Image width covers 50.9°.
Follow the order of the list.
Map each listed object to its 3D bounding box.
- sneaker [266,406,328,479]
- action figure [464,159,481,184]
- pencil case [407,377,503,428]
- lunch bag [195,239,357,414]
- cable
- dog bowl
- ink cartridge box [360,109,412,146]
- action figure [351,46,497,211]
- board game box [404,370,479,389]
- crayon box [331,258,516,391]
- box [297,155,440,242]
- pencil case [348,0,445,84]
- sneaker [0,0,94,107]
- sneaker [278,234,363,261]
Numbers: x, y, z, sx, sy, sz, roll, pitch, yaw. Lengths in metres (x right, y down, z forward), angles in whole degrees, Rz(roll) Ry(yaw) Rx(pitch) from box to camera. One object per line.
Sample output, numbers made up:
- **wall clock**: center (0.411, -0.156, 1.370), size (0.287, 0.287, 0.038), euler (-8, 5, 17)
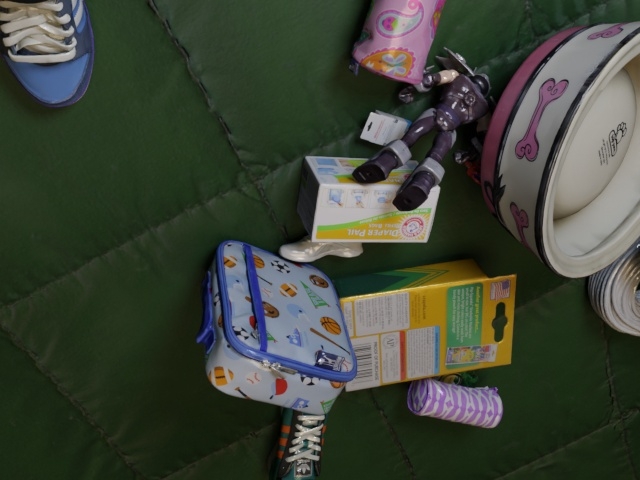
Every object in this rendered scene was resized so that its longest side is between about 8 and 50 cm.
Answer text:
- **sneaker**: center (-0.034, 0.409, 1.348), size (0.108, 0.121, 0.302), euler (5, 118, -18)
- **action figure**: center (0.296, -0.112, 1.188), size (0.115, 0.030, 0.038), euler (27, 114, -25)
- **pencil case**: center (0.277, 0.327, 1.374), size (0.206, 0.086, 0.088), euler (16, 80, -25)
- **lunch bag**: center (-0.078, 0.131, 1.067), size (0.243, 0.303, 0.115), euler (22, 115, -24)
- **cable**: center (0.672, 0.076, 1.361), size (0.257, 0.089, 0.257), euler (9, 116, -19)
- **dog bowl**: center (0.419, -0.151, 1.057), size (0.408, 0.150, 0.408), euler (-20, 126, -31)
- **ink cartridge box**: center (0.106, -0.181, 1.096), size (0.083, 0.028, 0.048), euler (13, 115, -22)
- **action figure**: center (0.180, -0.176, 1.041), size (0.185, 0.099, 0.285), euler (43, 66, -3)
- **board game box**: center (0.213, 0.236, 1.368), size (0.136, 0.030, 0.259), euler (-35, 122, 4)
- **crayon box**: center (0.190, 0.153, 1.249), size (0.323, 0.083, 0.203), euler (-7, 116, -6)
- **box**: center (0.076, -0.067, 1.104), size (0.203, 0.114, 0.103), euler (0, 120, -16)
- **pencil case**: center (0.131, -0.365, 0.946), size (0.124, 0.124, 0.284), euler (10, 117, -20)
- **sneaker**: center (-0.349, -0.284, 0.792), size (0.130, 0.236, 0.323), euler (-4, 120, -12)
- **sneaker**: center (0.000, 0.000, 1.165), size (0.152, 0.054, 0.061), euler (-8, 112, -17)
